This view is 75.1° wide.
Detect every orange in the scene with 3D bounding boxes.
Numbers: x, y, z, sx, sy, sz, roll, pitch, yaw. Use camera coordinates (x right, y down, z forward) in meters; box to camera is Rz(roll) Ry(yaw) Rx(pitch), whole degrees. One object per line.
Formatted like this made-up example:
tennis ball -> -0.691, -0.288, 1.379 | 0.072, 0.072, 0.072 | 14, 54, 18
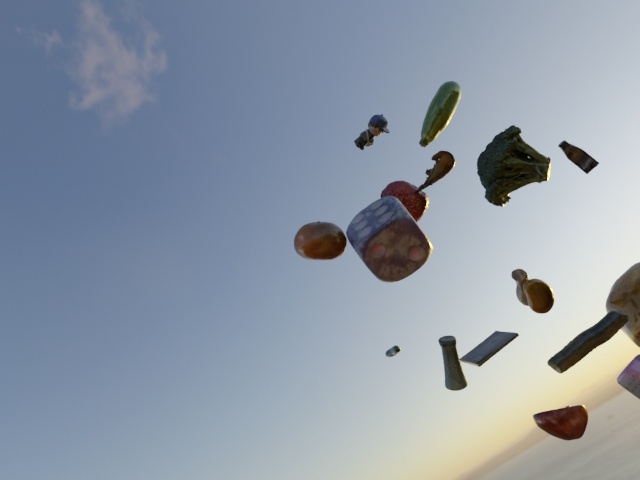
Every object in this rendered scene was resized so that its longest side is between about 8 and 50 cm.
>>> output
orange -> 0.000, 0.000, 1.839 | 0.240, 0.240, 0.171 | -1, -85, -39

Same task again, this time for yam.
yam -> 0.948, 0.358, 1.474 | 0.318, 0.071, 0.067 | -38, 9, -2

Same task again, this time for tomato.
tomato -> 1.110, 0.835, 1.895 | 0.233, 0.139, 0.200 | -12, -33, -1

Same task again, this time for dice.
dice -> 0.289, -0.005, 1.769 | 0.270, 0.270, 0.271 | -37, -66, 10

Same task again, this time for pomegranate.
pomegranate -> 1.331, 0.243, 1.608 | 0.411, 0.409, 0.409 | -22, -35, -16

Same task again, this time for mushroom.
mushroom -> 0.955, 0.229, 1.944 | 0.088, 0.097, 0.212 | -11, -59, 35

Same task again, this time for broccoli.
broccoli -> 0.798, -0.302, 1.737 | 0.303, 0.284, 0.321 | -60, -35, -27

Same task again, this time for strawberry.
strawberry -> 0.454, -0.191, 2.214 | 0.250, 0.289, 0.238 | 8, -92, -33

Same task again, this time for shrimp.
shrimp -> 0.533, -0.331, 2.016 | 0.262, 0.117, 0.066 | -36, 2, -2

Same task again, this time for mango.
mango -> 0.959, 0.239, 1.823 | 0.115, 0.090, 0.177 | -27, -77, -6

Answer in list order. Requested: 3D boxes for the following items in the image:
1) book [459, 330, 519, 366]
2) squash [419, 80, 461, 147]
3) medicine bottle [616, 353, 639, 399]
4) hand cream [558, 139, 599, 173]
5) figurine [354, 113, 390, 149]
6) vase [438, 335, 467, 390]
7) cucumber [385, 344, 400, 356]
book -> 0.623, 0.398, 1.544 | 0.199, 0.016, 0.138 | -32, -2, -13
squash -> 0.521, -0.559, 1.816 | 0.370, 0.119, 0.118 | -59, -25, -23
medicine bottle -> 1.263, 0.554, 1.537 | 0.152, 0.255, 0.151 | -25, -45, -28
hand cream -> 1.041, -0.344, 1.688 | 0.062, 0.163, 0.039 | -51, -7, 27
figurine -> 0.202, -0.422, 1.628 | 0.086, 0.087, 0.149 | 21, -49, -42
vase -> 0.561, 0.519, 1.779 | 0.096, 0.219, 0.096 | -13, 8, 2
cucumber -> 0.280, 0.428, 1.601 | 0.036, 0.032, 0.184 | 16, -24, 3
